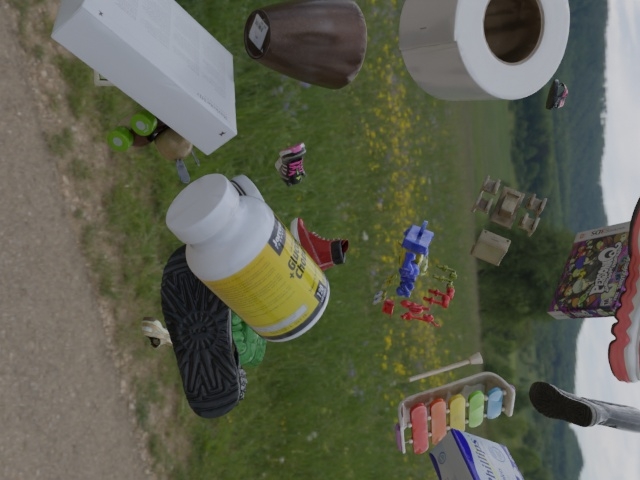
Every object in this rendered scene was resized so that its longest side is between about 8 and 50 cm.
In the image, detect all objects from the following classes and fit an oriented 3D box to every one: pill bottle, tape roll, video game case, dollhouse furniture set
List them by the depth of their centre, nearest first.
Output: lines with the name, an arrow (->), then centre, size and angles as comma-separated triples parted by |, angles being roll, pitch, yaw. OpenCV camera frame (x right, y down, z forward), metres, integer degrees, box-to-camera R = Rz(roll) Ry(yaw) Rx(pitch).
pill bottle -> -0.075, 0.019, 0.659 | 0.184, 0.103, 0.103 | 52, 33, -38
tape roll -> 0.282, -0.368, 1.093 | 0.169, 0.246, 0.246 | 25, -51, 63
video game case -> 0.641, 0.069, 1.439 | 0.232, 0.041, 0.210 | -63, -167, -17
dollhouse furniture set -> 0.612, -0.060, 2.132 | 0.242, 0.212, 0.161 | -63, 168, -16

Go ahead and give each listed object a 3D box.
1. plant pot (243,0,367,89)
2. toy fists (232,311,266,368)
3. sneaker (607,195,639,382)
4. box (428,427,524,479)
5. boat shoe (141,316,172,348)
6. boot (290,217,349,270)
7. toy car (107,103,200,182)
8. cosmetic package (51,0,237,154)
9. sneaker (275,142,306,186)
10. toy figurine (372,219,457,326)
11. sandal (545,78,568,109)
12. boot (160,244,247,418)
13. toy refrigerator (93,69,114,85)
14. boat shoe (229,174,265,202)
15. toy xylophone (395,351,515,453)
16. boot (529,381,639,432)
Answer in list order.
plant pot -> -0.050, -0.460, 1.430 | 0.230, 0.215, 0.215 | -8, 92, -39
toy fists -> -0.201, 0.178, 1.577 | 0.142, 0.096, 0.279 | 28, 53, -35
sneaker -> 0.492, 0.050, 0.849 | 0.116, 0.136, 0.314 | 8, 92, -53
box -> 0.273, 0.404, 1.065 | 0.137, 0.072, 0.126 | 23, 23, -24
boat shoe -> -0.508, 0.303, 1.953 | 0.190, 0.068, 0.072 | 58, 34, -57
boot -> 0.000, 0.000, 2.052 | 0.088, 0.176, 0.244 | 58, 12, -48
toy car -> -0.345, -0.219, 1.396 | 0.188, 0.149, 0.155 | 51, 32, -23
cosmetic package -> -0.331, -0.386, 1.256 | 0.377, 0.097, 0.284 | 37, 30, -41
sneaker -> -0.061, -0.172, 1.457 | 0.075, 0.063, 0.170 | 66, -18, 5
toy figurine -> 0.281, 0.041, 1.673 | 0.362, 0.191, 0.217 | -46, 148, -58
sandal -> 0.553, -0.340, 1.462 | 0.179, 0.040, 0.067 | -38, 144, -65
boot -> -0.233, 0.189, 1.288 | 0.260, 0.131, 0.348 | 110, -26, -82
toy refrigerator -> -0.431, -0.442, 1.595 | 0.094, 0.269, 0.102 | -106, -162, -73
boat shoe -> -0.131, 0.015, 1.140 | 0.108, 0.102, 0.301 | 108, -38, -63
toy xylophone -> 0.320, 0.404, 1.548 | 0.081, 0.322, 0.236 | -115, -176, -49
boot -> 0.601, 0.373, 1.400 | 0.208, 0.189, 0.076 | 7, 100, -32
